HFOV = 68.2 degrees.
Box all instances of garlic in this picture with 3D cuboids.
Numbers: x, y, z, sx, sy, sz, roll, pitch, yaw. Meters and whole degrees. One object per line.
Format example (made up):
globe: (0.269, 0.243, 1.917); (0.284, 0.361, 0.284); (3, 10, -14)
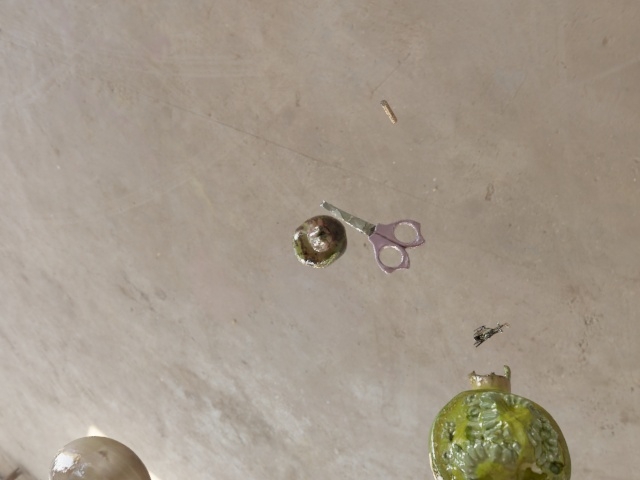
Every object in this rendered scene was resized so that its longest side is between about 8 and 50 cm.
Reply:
garlic: (-0.370, 0.377, 0.747); (0.267, 0.128, 0.148); (13, 88, 30)

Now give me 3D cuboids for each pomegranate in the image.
pomegranate: (0.350, 0.398, 0.948); (0.261, 0.340, 0.260); (10, 131, 11)
pomegranate: (-0.004, -0.008, 1.137); (0.163, 0.138, 0.125); (74, 170, -57)

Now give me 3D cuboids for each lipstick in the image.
lipstick: (0.183, -0.343, 1.260); (0.019, 0.094, 0.018); (-8, 71, 25)

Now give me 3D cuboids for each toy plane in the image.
toy plane: (0.480, 0.261, 1.341); (0.121, 0.049, 0.031); (-29, 103, -1)

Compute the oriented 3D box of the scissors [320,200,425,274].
scissors: (0.086, -0.024, 0.870); (0.212, 0.110, 0.021); (31, 169, 19)
